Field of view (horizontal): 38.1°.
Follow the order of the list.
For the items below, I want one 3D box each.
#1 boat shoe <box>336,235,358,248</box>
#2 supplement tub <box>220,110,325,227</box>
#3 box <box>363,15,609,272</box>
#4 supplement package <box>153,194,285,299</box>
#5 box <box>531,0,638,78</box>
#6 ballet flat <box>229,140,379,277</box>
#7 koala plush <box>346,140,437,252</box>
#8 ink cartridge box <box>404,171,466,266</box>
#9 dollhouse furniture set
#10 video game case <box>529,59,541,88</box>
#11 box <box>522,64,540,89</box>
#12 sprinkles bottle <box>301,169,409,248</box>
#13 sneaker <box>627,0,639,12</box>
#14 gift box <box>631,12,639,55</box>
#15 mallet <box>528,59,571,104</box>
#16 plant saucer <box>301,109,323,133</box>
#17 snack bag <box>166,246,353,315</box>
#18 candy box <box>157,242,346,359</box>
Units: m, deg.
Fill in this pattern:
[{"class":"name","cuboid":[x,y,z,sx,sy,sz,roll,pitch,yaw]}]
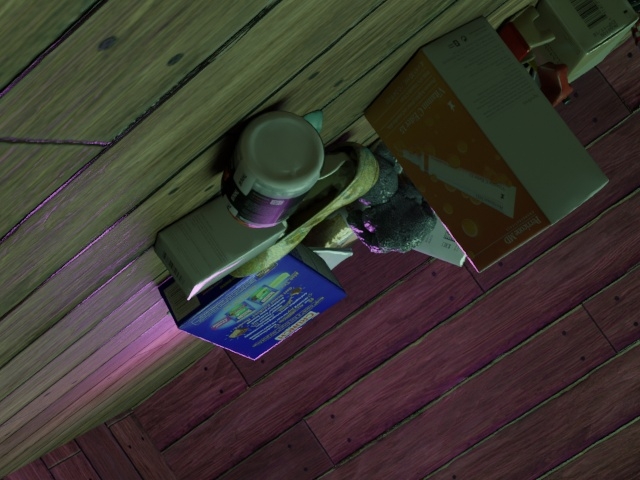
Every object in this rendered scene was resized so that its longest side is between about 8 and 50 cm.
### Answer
[{"class":"boat shoe","cuboid":[0.000,0.000,2.541,0.342,0.123,0.123,-36,161,3]},{"class":"supplement tub","cuboid":[-0.071,-0.088,1.263,0.117,0.117,0.190,-33,174,-23]},{"class":"box","cuboid":[0.269,-0.157,1.553,0.168,0.345,0.215,-32,173,-33]},{"class":"supplement package","cuboid":[-0.163,-0.002,1.497,0.179,0.105,0.105,-33,174,-21]},{"class":"box","cuboid":[0.502,-0.416,1.831,0.121,0.148,0.311,-35,173,2]},{"class":"ballet flat","cuboid":[-0.049,-0.067,1.707,0.348,0.123,0.123,-35,175,0]},{"class":"koala plush","cuboid":[0.136,-0.100,2.005,0.196,0.221,0.203,-28,-155,2]},{"class":"ink cartridge box","cuboid":[0.253,-0.096,2.350,0.309,0.271,0.130,-77,-173,-63]},{"class":"dollhouse furniture set","cuboid":[0.348,-0.268,1.844,0.152,0.201,0.374,-34,175,-19]},{"class":"video game case","cuboid":[0.521,-0.323,2.330,0.329,0.036,0.300,9,94,-81]},{"class":"box","cuboid":[0.426,-0.330,2.124,0.072,0.137,0.126,-31,173,-35]},{"class":"sprinkles bottle","cuboid":[0.047,-0.062,2.193,0.355,0.121,0.121,-37,174,13]},{"class":"sneaker","cuboid":[0.642,-0.532,2.031,0.286,0.109,0.130,-31,-171,46]},{"class":"gift box","cuboid":[0.854,-0.561,2.254,0.255,0.276,0.258,-23,-178,18]},{"class":"mallet","cuboid":[0.475,-0.357,2.021,0.062,0.190,0.039,-27,148,5]},{"class":"plant saucer","cuboid":[-0.040,-0.152,1.405,0.119,0.021,0.119,-35,175,-3]},{"class":"snack bag","cuboid":[-0.140,0.097,2.135,0.342,0.037,0.323,3,150,-36]},{"class":"candy box","cuboid":[-0.135,0.106,1.946,0.268,0.122,0.317,-36,149,10]}]
